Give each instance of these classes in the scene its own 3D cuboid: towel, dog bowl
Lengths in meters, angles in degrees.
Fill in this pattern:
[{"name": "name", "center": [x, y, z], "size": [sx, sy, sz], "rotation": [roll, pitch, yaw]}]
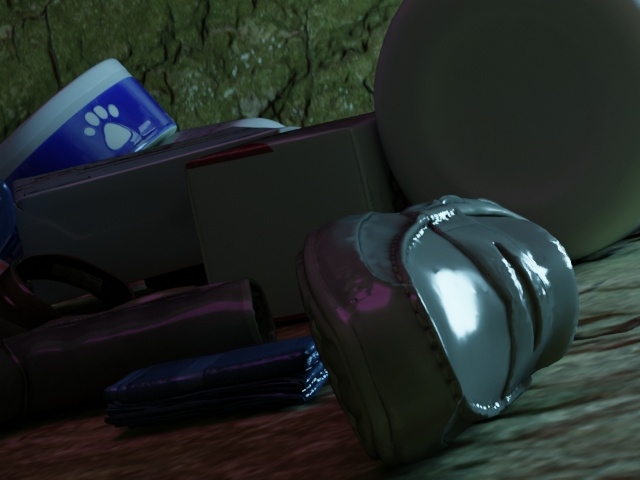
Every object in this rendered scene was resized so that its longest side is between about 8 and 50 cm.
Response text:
[{"name": "towel", "center": [-0.055, 0.078, 0.974], "size": [0.119, 0.029, 0.067], "rotation": [-12, 6, 16]}, {"name": "dog bowl", "center": [-0.284, -0.071, 1.950], "size": [0.265, 0.104, 0.265], "rotation": [-44, 0, 0]}]

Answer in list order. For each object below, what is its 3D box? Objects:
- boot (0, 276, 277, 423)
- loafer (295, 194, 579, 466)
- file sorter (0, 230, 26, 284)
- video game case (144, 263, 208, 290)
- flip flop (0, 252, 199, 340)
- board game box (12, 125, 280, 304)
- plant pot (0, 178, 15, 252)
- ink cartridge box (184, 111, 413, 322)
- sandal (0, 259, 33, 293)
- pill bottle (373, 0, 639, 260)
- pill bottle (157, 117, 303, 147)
[{"name": "boot", "center": [-0.136, 0.073, 1.054], "size": [0.208, 0.076, 0.189], "rotation": [-6, 6, 8]}, {"name": "loafer", "center": [0.061, 0.026, 0.820], "size": [0.111, 0.112, 0.319], "rotation": [-20, 4, 9]}, {"name": "file sorter", "center": [-0.351, -0.017, 1.668], "size": [0.104, 0.170, 0.118], "rotation": [-8, -20, -32]}, {"name": "video game case", "center": [0.000, 0.000, 1.574], "size": [0.248, 0.035, 0.275], "rotation": [-16, 7, -24]}, {"name": "flip flop", "center": [-0.192, 0.047, 1.308], "size": [0.277, 0.080, 0.112], "rotation": [-11, 6, 45]}, {"name": "board game box", "center": [-0.152, -0.029, 1.557], "size": [0.224, 0.097, 0.303], "rotation": [-14, 7, -8]}, {"name": "plant pot", "center": [-0.375, -0.007, 1.334], "size": [0.236, 0.212, 0.236], "rotation": [-56, 20, -15]}, {"name": "ink cartridge box", "center": [-0.004, -0.019, 1.308], "size": [0.128, 0.127, 0.176], "rotation": [-12, 5, 15]}, {"name": "sandal", "center": [-0.301, 0.051, 1.536], "size": [0.102, 0.076, 0.265], "rotation": [-13, 6, 4]}, {"name": "pill bottle", "center": [0.231, -0.129, 1.365], "size": [0.229, 0.229, 0.407], "rotation": [-9, 7, 33]}, {"name": "pill bottle", "center": [-0.081, -0.061, 1.864], "size": [0.131, 0.131, 0.229], "rotation": [-16, 7, -29]}]
